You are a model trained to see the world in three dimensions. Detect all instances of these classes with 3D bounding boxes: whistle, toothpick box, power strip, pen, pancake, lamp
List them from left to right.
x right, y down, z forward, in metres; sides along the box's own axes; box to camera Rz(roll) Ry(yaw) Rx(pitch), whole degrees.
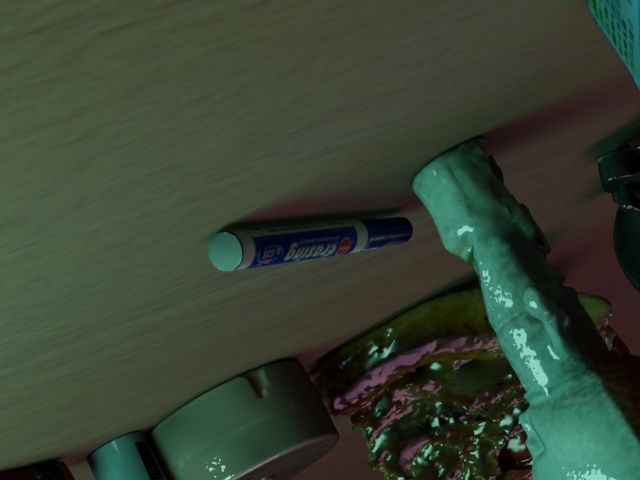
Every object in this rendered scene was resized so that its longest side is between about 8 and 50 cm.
[{"bbox_3d":[-0.146,0.201,1.390,0.052,0.083,0.052,-27,165,-8],"label":"toothpick box"},{"bbox_3d":[-0.065,0.168,1.446,0.154,0.078,0.154,-28,165,-8],"label":"power strip"},{"bbox_3d":[0.000,0.000,1.105,0.025,0.025,0.204,-38,163,30],"label":"pen"},{"bbox_3d":[0.126,0.157,1.521,0.266,0.244,0.057,-1,-163,2],"label":"pancake"},{"bbox_3d":[0.170,0.093,1.095,0.134,0.346,0.142,-35,165,23],"label":"whistle"},{"bbox_3d":[0.297,-0.044,1.339,0.172,0.147,0.227,-6,157,4],"label":"lamp"}]

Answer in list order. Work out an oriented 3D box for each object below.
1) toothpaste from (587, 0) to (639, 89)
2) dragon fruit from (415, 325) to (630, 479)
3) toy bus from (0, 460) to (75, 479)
[{"bbox_3d":[0.159,-0.143,0.847,0.050,0.065,0.266,-33,165,3],"label":"toothpaste"},{"bbox_3d":[0.163,0.122,1.643,0.224,0.148,0.218,-38,-164,-1],"label":"dragon fruit"},{"bbox_3d":[-0.229,0.191,1.310,0.043,0.031,0.110,-44,160,26],"label":"toy bus"}]
